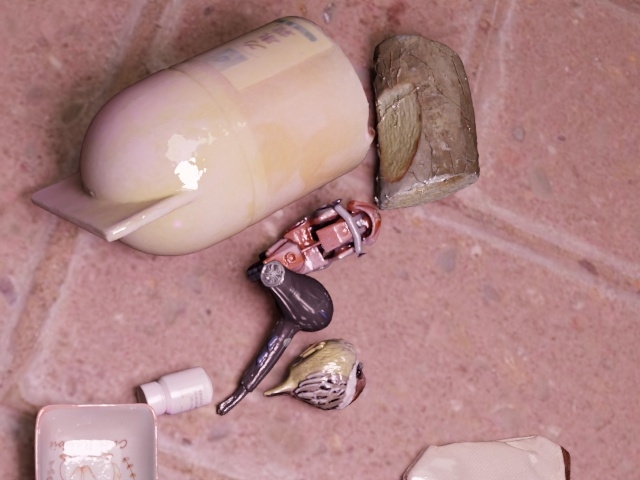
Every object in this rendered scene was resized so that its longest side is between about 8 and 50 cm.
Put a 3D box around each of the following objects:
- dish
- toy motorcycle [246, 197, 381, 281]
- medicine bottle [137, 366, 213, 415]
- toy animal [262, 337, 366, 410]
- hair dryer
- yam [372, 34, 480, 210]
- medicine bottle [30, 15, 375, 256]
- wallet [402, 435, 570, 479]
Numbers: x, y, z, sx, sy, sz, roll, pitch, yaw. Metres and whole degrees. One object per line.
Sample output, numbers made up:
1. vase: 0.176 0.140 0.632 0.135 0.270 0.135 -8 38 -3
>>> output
1. dish: -0.275 0.309 1.616 0.151 0.077 0.212 2 70 -21
2. toy motorcycle: 0.000 0.000 1.810 0.212 0.118 0.084 -27 94 -26
3. medicine bottle: -0.187 0.196 1.704 0.089 0.052 0.052 -13 76 -25
4. toy animal: -0.002 0.192 1.756 0.137 0.098 0.098 -37 86 -16
5. hair dryer: -0.073 0.135 1.732 0.075 0.195 0.219 31 84 26
6. yam: 0.152 -0.164 1.919 0.154 0.154 0.255 7 64 -18
7. medicine bottle: -0.157 -0.115 1.730 0.406 0.236 0.236 -29 82 -28
8. wallet: 0.239 0.417 1.778 0.274 0.068 0.335 11 61 -20
